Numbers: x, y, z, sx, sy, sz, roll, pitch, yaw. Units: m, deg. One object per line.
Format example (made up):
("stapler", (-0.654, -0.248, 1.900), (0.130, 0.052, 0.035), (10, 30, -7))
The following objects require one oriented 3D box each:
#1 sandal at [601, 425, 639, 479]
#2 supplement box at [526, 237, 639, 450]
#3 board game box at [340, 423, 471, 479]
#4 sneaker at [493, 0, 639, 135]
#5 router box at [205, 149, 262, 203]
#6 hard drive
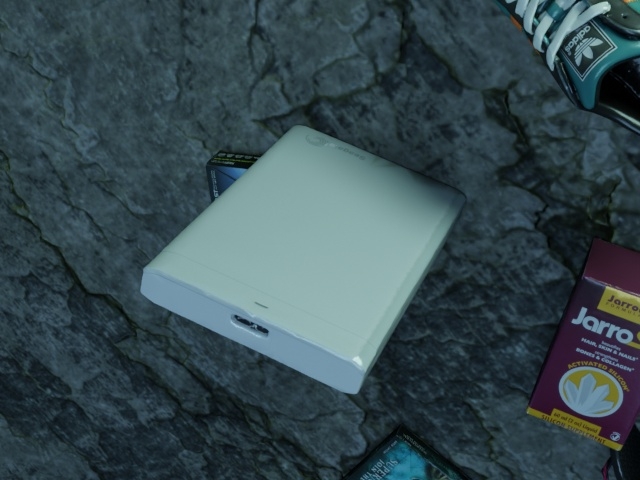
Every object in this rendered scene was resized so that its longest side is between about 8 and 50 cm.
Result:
("sandal", (0.340, 0.273, 1.066), (0.040, 0.067, 0.179), (-4, 120, 40))
("supplement box", (0.289, 0.105, 0.974), (0.104, 0.081, 0.188), (21, 126, 13))
("board game box", (0.098, 0.326, 1.237), (0.126, 0.026, 0.186), (39, 128, 0))
("sneaker", (0.221, -0.187, 0.801), (0.302, 0.121, 0.108), (38, 128, 0))
("router box", (-0.074, -0.036, 1.089), (0.092, 0.038, 0.122), (7, 122, 23))
("hard drive", (0.000, 0.000, 0.905), (0.203, 0.307, 0.040), (24, 126, 11))
